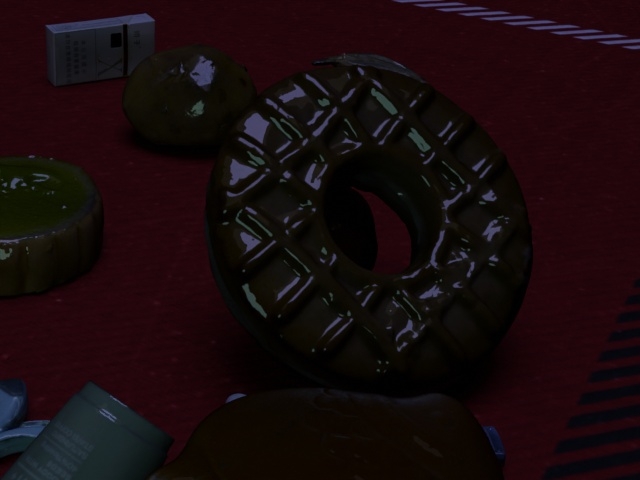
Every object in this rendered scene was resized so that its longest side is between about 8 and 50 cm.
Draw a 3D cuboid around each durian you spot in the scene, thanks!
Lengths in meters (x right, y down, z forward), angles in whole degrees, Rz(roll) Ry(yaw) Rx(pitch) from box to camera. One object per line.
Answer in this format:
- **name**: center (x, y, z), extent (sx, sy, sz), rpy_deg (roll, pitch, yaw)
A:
- **durian**: center (0.067, -0.205, 1.697), extent (0.189, 0.091, 0.148), rpy_deg (18, 21, -24)

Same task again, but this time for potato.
- **potato**: center (-0.167, -0.185, 1.598), extent (0.176, 0.137, 0.137), rpy_deg (-3, 29, -9)

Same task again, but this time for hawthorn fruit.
- **hawthorn fruit**: center (0.000, 0.000, 1.273), extent (0.133, 0.132, 0.138), rpy_deg (-6, 33, -19)

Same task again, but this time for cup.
- **cup**: center (-0.178, 0.176, 0.888), extent (0.120, 0.120, 0.141), rpy_deg (25, 77, 33)

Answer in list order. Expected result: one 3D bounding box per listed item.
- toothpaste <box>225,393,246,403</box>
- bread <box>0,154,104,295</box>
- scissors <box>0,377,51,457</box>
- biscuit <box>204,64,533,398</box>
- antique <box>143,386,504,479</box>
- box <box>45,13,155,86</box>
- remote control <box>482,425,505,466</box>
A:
- **toothpaste**: center (-0.075, 0.202, 0.998), extent (0.052, 0.033, 0.218), rpy_deg (6, 33, -1)
- **bread**: center (-0.346, -0.021, 1.325), extent (0.236, 0.069, 0.236), rpy_deg (5, 29, -3)
- **scissors**: center (-0.352, 0.202, 0.954), extent (0.191, 0.029, 0.360), rpy_deg (29, 36, 35)
- **biscuit**: center (0.047, -0.013, 1.163), extent (0.332, 0.103, 0.331), rpy_deg (7, 67, -17)
- **antique**: center (0.005, 0.199, 0.889), extent (0.278, 0.129, 0.223), rpy_deg (-16, 42, -36)
- **box**: center (-0.315, -0.274, 1.783), extent (0.154, 0.083, 0.040), rpy_deg (-12, 32, -27)
- **remote control**: center (0.082, 0.179, 1.065), extent (0.153, 0.027, 0.043), rpy_deg (1, 24, -11)
